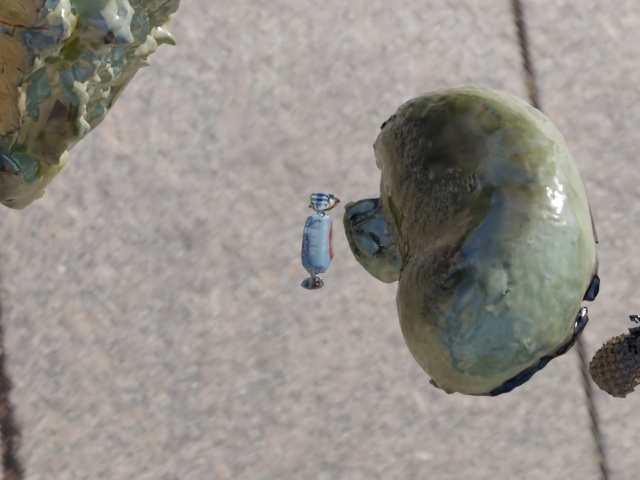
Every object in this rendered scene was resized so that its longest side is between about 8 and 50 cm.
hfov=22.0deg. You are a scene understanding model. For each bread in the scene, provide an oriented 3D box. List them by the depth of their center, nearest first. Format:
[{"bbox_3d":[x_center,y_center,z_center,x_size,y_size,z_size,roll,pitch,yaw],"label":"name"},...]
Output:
[{"bbox_3d":[-0.204,-0.204,1.083,0.270,0.315,0.211,38,42,17],"label":"bread"}]

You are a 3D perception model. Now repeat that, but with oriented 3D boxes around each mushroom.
[{"bbox_3d":[0.139,-0.025,1.571,0.248,0.130,0.344,-3,49,9],"label":"mushroom"}]

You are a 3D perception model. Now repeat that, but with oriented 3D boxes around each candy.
[{"bbox_3d":[0.001,0.000,1.355,0.030,0.020,0.083,1,76,11],"label":"candy"}]

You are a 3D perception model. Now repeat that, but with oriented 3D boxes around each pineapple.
[{"bbox_3d":[0.317,0.100,1.610,0.058,0.124,0.058,24,38,-20],"label":"pineapple"}]
